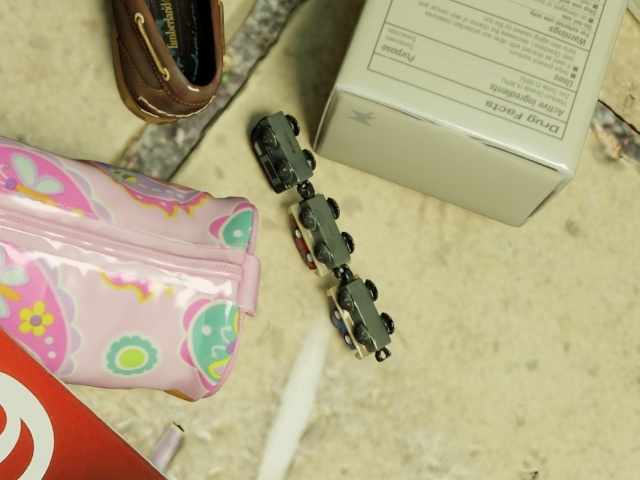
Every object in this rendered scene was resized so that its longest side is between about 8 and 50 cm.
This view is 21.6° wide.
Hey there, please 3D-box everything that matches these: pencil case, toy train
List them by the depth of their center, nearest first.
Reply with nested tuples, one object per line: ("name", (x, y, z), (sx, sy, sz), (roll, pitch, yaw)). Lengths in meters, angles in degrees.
("pencil case", (-0.174, 0.001, 0.860), (0.284, 0.124, 0.124), (16, 76, -22))
("toy train", (0.000, 0.000, 0.983), (0.027, 0.036, 0.158), (-27, 92, -33))

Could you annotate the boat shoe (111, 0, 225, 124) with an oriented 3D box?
("boat shoe", (-0.090, -0.172, 0.949), (0.073, 0.073, 0.207), (-11, 86, -24))

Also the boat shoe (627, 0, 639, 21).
("boat shoe", (0.247, -0.164, 1.115), (0.206, 0.075, 0.065), (62, 22, 2))

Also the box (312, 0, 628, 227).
("box", (0.114, -0.182, 0.996), (0.148, 0.121, 0.311), (22, 74, -2))

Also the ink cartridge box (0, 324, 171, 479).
("ink cartridge box", (-0.190, 0.215, 0.742), (0.309, 0.130, 0.272), (-59, 135, -20))
